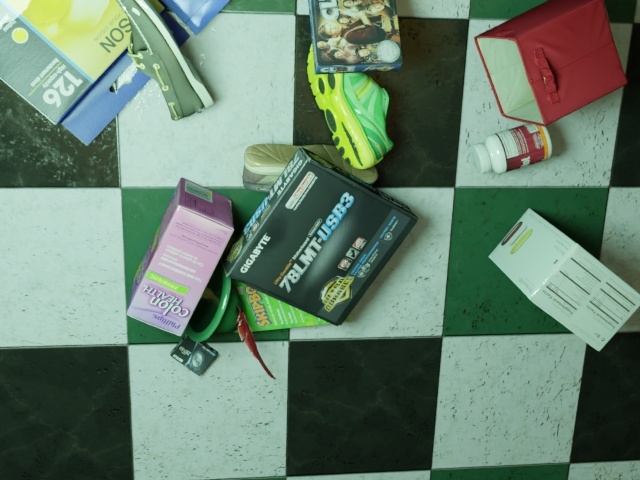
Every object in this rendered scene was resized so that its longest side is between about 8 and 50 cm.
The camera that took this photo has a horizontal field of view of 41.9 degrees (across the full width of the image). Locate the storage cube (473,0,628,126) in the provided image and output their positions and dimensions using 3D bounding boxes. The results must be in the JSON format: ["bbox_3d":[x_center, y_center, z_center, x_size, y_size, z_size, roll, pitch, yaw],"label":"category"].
[{"bbox_3d":[0.448,-0.356,1.643,0.193,0.215,0.184,-27,109,-5],"label":"storage cube"}]

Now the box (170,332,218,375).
[{"bbox_3d":[-0.278,0.249,1.841,0.083,0.018,0.067,40,99,-18],"label":"box"}]

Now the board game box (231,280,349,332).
[{"bbox_3d":[-0.069,0.129,1.822,0.259,0.039,0.124,-6,108,-8],"label":"board game box"}]

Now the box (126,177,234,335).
[{"bbox_3d":[-0.277,0.027,1.664,0.117,0.213,0.243,23,104,-15],"label":"box"}]

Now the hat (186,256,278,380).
[{"bbox_3d":[-0.171,0.156,1.773,0.183,0.173,0.209,19,90,-33],"label":"hat"}]

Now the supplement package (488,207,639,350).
[{"bbox_3d":[0.509,0.076,1.762,0.204,0.262,0.145,35,100,-16],"label":"supplement package"}]

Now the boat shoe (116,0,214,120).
[{"bbox_3d":[-0.298,-0.335,1.541,0.091,0.109,0.305,-31,143,0],"label":"boat shoe"}]

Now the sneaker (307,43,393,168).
[{"bbox_3d":[0.063,-0.293,1.677,0.123,0.109,0.296,-27,105,-34],"label":"sneaker"}]

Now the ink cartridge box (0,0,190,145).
[{"bbox_3d":[-0.443,-0.372,1.539,0.303,0.072,0.307,-47,119,2],"label":"ink cartridge box"}]

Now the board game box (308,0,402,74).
[{"bbox_3d":[0.060,-0.439,1.587,0.165,0.042,0.243,-4,79,-6],"label":"board game box"}]

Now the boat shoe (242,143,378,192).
[{"bbox_3d":[-0.024,-0.135,1.712,0.285,0.103,0.092,2,134,-21],"label":"boat shoe"}]

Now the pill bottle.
[{"bbox_3d":[0.399,-0.190,1.753,0.152,0.086,0.086,-17,110,-1],"label":"pill bottle"}]

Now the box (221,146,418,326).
[{"bbox_3d":[0.000,0.000,1.691,0.293,0.073,0.295,27,107,-31],"label":"box"}]

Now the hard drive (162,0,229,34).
[{"bbox_3d":[-0.275,-0.575,1.556,0.210,0.040,0.318,-44,109,8],"label":"hard drive"}]
